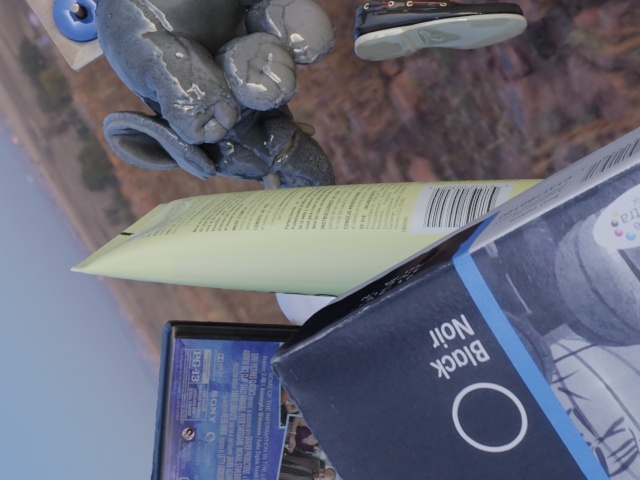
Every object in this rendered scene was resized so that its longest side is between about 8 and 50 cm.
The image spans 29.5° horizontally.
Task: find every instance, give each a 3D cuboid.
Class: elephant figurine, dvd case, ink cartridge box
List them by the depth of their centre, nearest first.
[{"bbox_3d":[0.140,0.133,0.388,0.333,0.165,0.065,56,-152,-4],"label":"ink cartridge box"},{"bbox_3d":[0.030,0.138,0.677,0.022,0.253,0.180,-172,86,-70],"label":"dvd case"},{"bbox_3d":[-0.078,-0.102,0.895,0.239,0.169,0.186,102,147,-68],"label":"elephant figurine"}]

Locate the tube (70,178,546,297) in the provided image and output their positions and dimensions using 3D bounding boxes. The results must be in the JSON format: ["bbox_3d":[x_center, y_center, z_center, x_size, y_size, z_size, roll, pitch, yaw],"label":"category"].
[{"bbox_3d":[0.000,0.000,0.609,0.070,0.240,0.062,41,-125,-61],"label":"tube"}]

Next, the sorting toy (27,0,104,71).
[{"bbox_3d":[-0.173,-0.232,0.971,0.132,0.274,0.046,57,-179,-2],"label":"sorting toy"}]

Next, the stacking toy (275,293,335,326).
[{"bbox_3d":[0.015,0.214,1.409,0.350,0.350,0.480,-150,58,-69],"label":"stacking toy"}]

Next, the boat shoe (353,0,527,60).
[{"bbox_3d":[0.090,-0.169,0.931,0.049,0.133,0.042,56,-148,-65],"label":"boat shoe"}]
